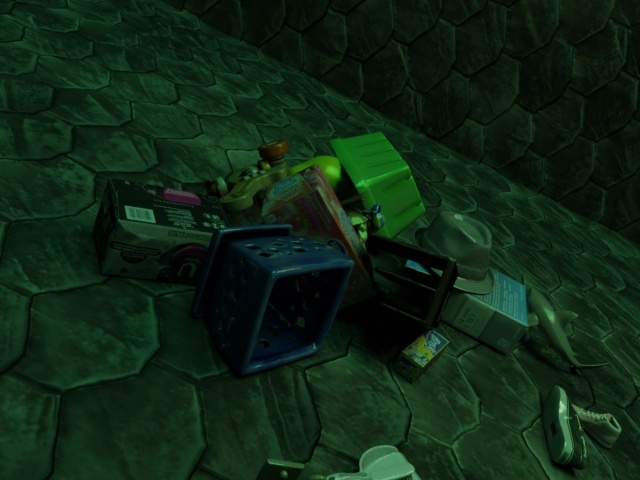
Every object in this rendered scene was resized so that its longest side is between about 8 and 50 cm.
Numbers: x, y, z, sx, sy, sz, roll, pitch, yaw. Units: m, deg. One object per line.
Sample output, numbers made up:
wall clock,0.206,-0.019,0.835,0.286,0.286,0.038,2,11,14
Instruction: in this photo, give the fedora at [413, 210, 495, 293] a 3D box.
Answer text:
fedora,0.379,0.010,1.741,0.243,0.124,0.275,14,28,-20

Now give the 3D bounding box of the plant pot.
plant pot,-0.109,0.095,1.280,0.212,0.236,0.236,36,27,33

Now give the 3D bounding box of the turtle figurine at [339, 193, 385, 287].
turtle figurine,0.035,0.020,1.683,0.266,0.275,0.198,-4,59,-15

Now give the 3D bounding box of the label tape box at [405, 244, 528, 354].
label tape box,0.390,0.137,1.786,0.347,0.115,0.249,26,26,5

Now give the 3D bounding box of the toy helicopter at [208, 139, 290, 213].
toy helicopter,-0.204,-0.144,1.689,0.234,0.140,0.355,-10,20,12

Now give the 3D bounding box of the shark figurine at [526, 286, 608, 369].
shark figurine,0.655,0.246,1.734,0.278,0.116,0.166,57,29,9

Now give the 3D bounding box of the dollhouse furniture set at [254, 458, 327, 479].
dollhouse furniture set,-0.022,0.411,0.892,0.144,0.123,0.151,16,28,-21

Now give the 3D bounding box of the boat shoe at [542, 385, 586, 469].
boat shoe,0.554,0.424,1.460,0.070,0.078,0.219,25,34,-2

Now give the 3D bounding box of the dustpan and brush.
dustpan and brush,0.093,0.401,1.080,0.211,0.060,0.147,-1,28,-29

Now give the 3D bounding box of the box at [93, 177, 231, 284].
box,-0.331,-0.012,1.360,0.247,0.142,0.163,8,33,-31

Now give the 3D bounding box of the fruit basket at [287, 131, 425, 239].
fruit basket,0.077,-0.149,1.929,0.392,0.392,0.283,-102,167,-58

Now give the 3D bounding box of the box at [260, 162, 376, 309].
box,0.000,0.000,1.471,0.300,0.142,0.154,60,13,-25

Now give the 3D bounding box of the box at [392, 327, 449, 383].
box,0.232,0.260,1.478,0.059,0.054,0.169,37,27,19

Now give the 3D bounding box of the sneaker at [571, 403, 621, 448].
sneaker,0.656,0.426,1.548,0.051,0.070,0.134,-9,42,-47

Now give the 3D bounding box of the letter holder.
letter holder,0.194,0.095,1.512,0.214,0.152,0.302,21,-3,15
